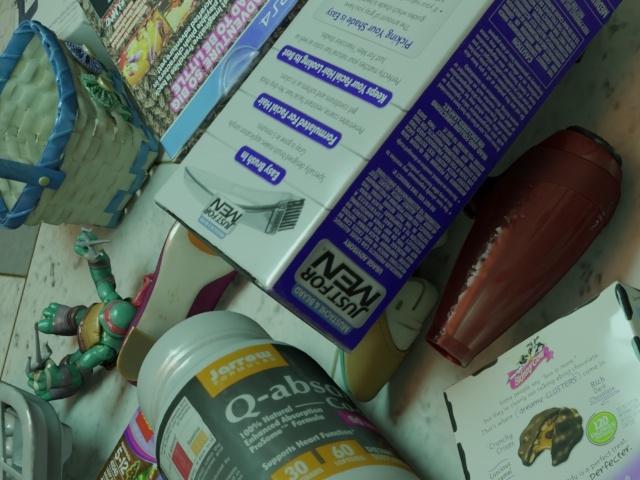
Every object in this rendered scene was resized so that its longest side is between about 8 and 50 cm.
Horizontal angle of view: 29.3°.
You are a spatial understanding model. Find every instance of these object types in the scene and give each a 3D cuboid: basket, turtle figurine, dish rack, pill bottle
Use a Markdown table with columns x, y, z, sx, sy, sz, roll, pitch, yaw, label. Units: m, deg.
| x | y | z | sx | sy | sz | roll | pitch | yaw | label |
| --- | --- | --- | --- | --- | --- | --- | --- | --- | --- |
| -0.352 | -0.141 | 1.398 | 0.201 | 0.289 | 0.255 | -60 | 43 | 27 | basket |
| -0.252 | 0.095 | 1.320 | 0.234 | 0.118 | 0.175 | -38 | 28 | 58 | turtle figurine |
| -0.368 | 0.285 | 1.380 | 0.333 | 0.072 | 0.285 | 7 | 97 | 52 | dish rack |
| -0.039 | 0.179 | 0.984 | 0.278 | 0.162 | 0.162 | 43 | 109 | 50 | pill bottle |

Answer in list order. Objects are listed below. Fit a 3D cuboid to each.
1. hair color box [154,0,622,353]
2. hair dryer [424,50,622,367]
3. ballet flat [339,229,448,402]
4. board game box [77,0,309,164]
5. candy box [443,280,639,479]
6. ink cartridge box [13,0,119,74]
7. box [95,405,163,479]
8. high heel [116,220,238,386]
| x | y | z | sx | sy | sz | roll | pitch | yaw | label |
| --- | --- | --- | --- | --- | --- | --- | --- | --- | --- |
| 0.048 | -0.107 | 0.908 | 0.339 | 0.110 | 0.185 | -51 | 39 | -3 | hair color box |
| 0.121 | -0.036 | 0.929 | 0.223 | 0.080 | 0.293 | -20 | 47 | 32 | hair dryer |
| 0.065 | 0.017 | 1.000 | 0.073 | 0.080 | 0.232 | -2 | 74 | 30 | ballet flat |
| -0.093 | -0.250 | 1.188 | 0.232 | 0.141 | 0.291 | -47 | 60 | 28 | board game box |
| 0.179 | 0.153 | 0.800 | 0.165 | 0.070 | 0.196 | -38 | 49 | 36 | candy box |
| -0.313 | -0.313 | 1.579 | 0.172 | 0.100 | 0.237 | -33 | 51 | 38 | ink cartridge box |
| -0.129 | 0.294 | 1.131 | 0.201 | 0.057 | 0.293 | -59 | 39 | 15 | box |
| -0.126 | 0.042 | 1.246 | 0.244 | 0.082 | 0.117 | -64 | -2 | -6 | high heel |
